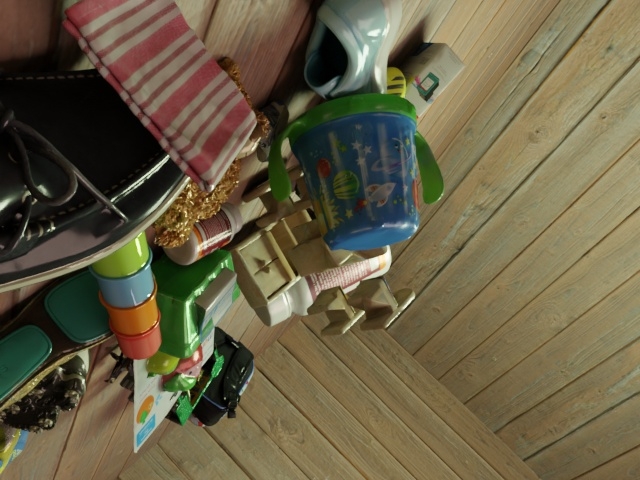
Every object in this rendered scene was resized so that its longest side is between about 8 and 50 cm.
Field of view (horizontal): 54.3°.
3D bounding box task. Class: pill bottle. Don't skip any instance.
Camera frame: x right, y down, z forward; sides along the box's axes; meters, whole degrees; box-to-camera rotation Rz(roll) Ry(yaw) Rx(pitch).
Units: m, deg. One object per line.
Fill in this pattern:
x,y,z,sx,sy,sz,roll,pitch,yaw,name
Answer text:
-0.215,-0.019,1.156,0.152,0.086,0.086,-33,163,-52,pill bottle
-0.017,0.074,1.771,0.392,0.224,0.224,-26,163,-21,pill bottle

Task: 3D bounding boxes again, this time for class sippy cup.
0.072,-0.104,1.094,0.305,0.224,0.240,-10,166,3,sippy cup

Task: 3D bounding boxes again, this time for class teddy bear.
-0.167,-0.108,0.947,0.245,0.113,0.338,-37,166,-53,teddy bear

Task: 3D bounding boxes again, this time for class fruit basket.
-0.264,0.190,1.226,0.327,0.165,0.353,-54,153,-57,fruit basket

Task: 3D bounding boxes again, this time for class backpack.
-0.330,0.392,1.837,0.213,0.276,0.263,-48,178,36,backpack

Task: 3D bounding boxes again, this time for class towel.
-0.137,-0.156,0.591,0.029,0.197,0.144,-22,-151,30,towel

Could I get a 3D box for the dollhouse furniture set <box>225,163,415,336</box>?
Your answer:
0.000,0.000,1.419,0.394,0.362,0.256,-19,-165,47,dollhouse furniture set

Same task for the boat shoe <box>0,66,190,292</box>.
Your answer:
-0.278,-0.055,0.496,0.500,0.187,0.156,-31,168,-41,boat shoe

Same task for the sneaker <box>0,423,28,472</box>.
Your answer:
-0.634,0.433,1.168,0.240,0.091,0.126,-47,171,-3,sneaker

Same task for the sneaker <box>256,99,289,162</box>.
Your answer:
-0.102,-0.188,1.102,0.058,0.052,0.135,-28,154,-33,sneaker

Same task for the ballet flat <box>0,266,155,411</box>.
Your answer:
-0.412,0.140,0.944,0.348,0.123,0.123,-40,168,-36,ballet flat

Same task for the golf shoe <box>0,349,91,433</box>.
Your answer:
-0.471,0.246,1.068,0.273,0.105,0.120,-32,-145,32,golf shoe

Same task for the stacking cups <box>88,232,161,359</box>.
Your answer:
-0.269,0.051,0.854,0.096,0.096,0.316,-39,144,-38,stacking cups

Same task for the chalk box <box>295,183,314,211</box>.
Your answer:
0.073,-0.171,1.488,0.179,0.180,0.289,-43,170,-22,chalk box

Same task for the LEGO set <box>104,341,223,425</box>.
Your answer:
-0.381,0.280,1.507,0.331,0.192,0.255,84,30,-59,LEGO set

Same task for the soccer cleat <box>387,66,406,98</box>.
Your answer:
0.101,-0.308,1.333,0.093,0.121,0.289,1,-138,39,soccer cleat

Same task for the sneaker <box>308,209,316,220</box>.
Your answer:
0.021,-0.073,1.966,0.225,0.088,0.093,-21,158,-47,sneaker

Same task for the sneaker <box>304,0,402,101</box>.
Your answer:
0.026,-0.285,1.055,0.150,0.135,0.366,-35,158,-18,sneaker

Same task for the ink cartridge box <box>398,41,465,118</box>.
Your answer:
0.215,-0.358,1.482,0.231,0.078,0.134,-48,-157,4,ink cartridge box
